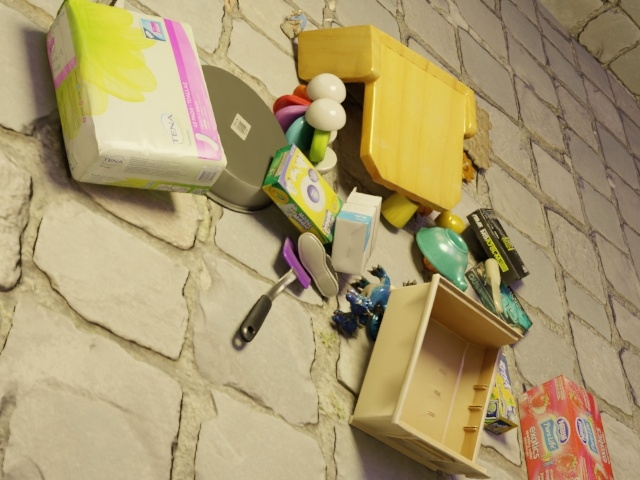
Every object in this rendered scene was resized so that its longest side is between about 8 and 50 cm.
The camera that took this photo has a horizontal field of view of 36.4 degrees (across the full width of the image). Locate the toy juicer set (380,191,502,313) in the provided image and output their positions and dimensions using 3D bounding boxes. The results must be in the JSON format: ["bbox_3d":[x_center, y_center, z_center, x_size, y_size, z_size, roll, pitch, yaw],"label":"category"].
[{"bbox_3d":[0.267,0.020,2.054,0.329,0.089,0.209,48,23,5],"label":"toy juicer set"}]

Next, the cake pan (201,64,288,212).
[{"bbox_3d":[-0.160,-0.186,1.694,0.293,0.054,0.293,34,38,-32],"label":"cake pan"}]

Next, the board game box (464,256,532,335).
[{"bbox_3d":[0.402,0.132,2.185,0.186,0.026,0.126,58,31,3],"label":"board game box"}]

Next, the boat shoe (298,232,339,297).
[{"bbox_3d":[-0.002,0.039,1.695,0.125,0.046,0.038,61,13,-16],"label":"boat shoe"}]

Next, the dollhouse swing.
[{"bbox_3d":[0.126,-0.242,2.067,0.347,0.315,0.305,21,81,-42],"label":"dollhouse swing"}]

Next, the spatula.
[{"bbox_3d":[-0.072,0.084,1.587,0.084,0.030,0.296,57,31,-14],"label":"spatula"}]

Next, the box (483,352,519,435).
[{"bbox_3d":[0.345,0.295,1.934,0.059,0.054,0.169,31,39,-34],"label":"box"}]

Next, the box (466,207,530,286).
[{"bbox_3d":[0.412,0.013,2.250,0.184,0.045,0.191,59,17,10],"label":"box"}]

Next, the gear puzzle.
[{"bbox_3d":[0.370,-0.260,2.489,0.175,0.044,0.339,40,38,-26],"label":"gear puzzle"}]

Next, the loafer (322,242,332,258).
[{"bbox_3d":[0.000,0.000,1.751,0.045,0.039,0.125,21,46,-45],"label":"loafer"}]

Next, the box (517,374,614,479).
[{"bbox_3d":[0.494,0.419,1.956,0.128,0.123,0.257,34,38,-29],"label":"box"}]

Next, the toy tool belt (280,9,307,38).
[{"bbox_3d":[-0.049,-0.473,2.103,0.052,0.051,0.083,45,33,-17],"label":"toy tool belt"}]

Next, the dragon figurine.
[{"bbox_3d":[0.133,0.139,1.760,0.289,0.085,0.144,29,41,-32],"label":"dragon figurine"}]

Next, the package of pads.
[{"bbox_3d":[-0.286,-0.219,1.477,0.229,0.101,0.296,4,58,-38],"label":"package of pads"}]

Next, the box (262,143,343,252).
[{"bbox_3d":[-0.022,-0.070,1.699,0.179,0.043,0.105,50,39,-31],"label":"box"}]

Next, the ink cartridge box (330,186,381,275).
[{"bbox_3d":[0.069,-0.021,1.774,0.060,0.104,0.180,10,24,10],"label":"ink cartridge box"}]

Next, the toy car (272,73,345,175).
[{"bbox_3d":[-0.028,-0.224,1.844,0.136,0.159,0.182,7,46,-6],"label":"toy car"}]

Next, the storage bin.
[{"bbox_3d":[0.207,0.238,1.650,0.260,0.123,0.262,34,61,-31],"label":"storage bin"}]
